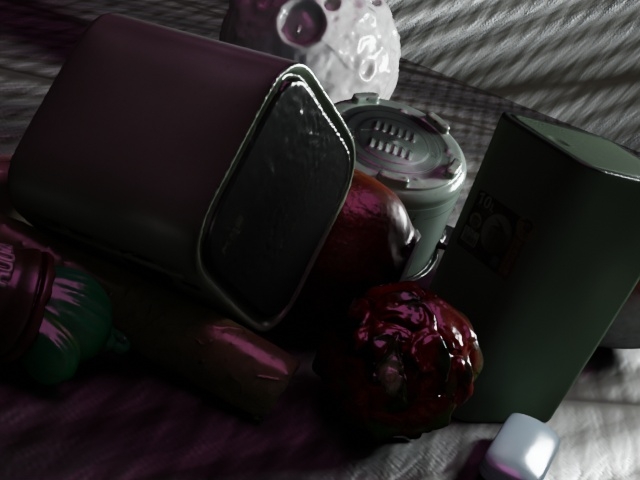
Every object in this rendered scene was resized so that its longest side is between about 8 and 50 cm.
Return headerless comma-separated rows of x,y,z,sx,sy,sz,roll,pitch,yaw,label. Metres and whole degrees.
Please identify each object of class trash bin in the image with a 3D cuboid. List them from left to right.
0.260,0.044,1.476,0.223,0.343,0.158,9,22,-42,trash bin

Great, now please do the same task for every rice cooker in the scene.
0.072,-0.062,1.738,0.281,0.227,0.241,16,39,-4,rice cooker

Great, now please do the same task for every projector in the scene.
-0.139,-0.072,1.318,0.249,0.248,0.248,19,-16,26,projector

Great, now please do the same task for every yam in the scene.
-0.199,0.069,1.258,0.372,0.083,0.083,27,18,6,yam

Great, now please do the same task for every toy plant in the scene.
-0.260,0.071,1.146,0.200,0.105,0.143,29,23,-25,toy plant

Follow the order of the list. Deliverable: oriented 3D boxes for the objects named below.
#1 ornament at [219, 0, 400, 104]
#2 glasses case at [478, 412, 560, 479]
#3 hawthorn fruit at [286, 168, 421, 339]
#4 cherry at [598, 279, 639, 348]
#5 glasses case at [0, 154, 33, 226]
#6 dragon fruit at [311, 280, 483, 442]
-0.023,-0.341,2.224,0.337,0.337,0.337,21,18,-7,ornament
0.221,0.236,1.362,0.067,0.045,0.178,28,19,13,glasses case
0.000,0.000,1.499,0.250,0.215,0.215,34,20,31,hawthorn fruit
0.459,0.021,1.888,0.326,0.291,0.335,14,-4,31,cherry
-0.341,-0.058,1.435,0.050,0.083,0.196,32,18,24,glasses case
0.083,0.128,1.314,0.182,0.188,0.182,9,53,-12,dragon fruit
